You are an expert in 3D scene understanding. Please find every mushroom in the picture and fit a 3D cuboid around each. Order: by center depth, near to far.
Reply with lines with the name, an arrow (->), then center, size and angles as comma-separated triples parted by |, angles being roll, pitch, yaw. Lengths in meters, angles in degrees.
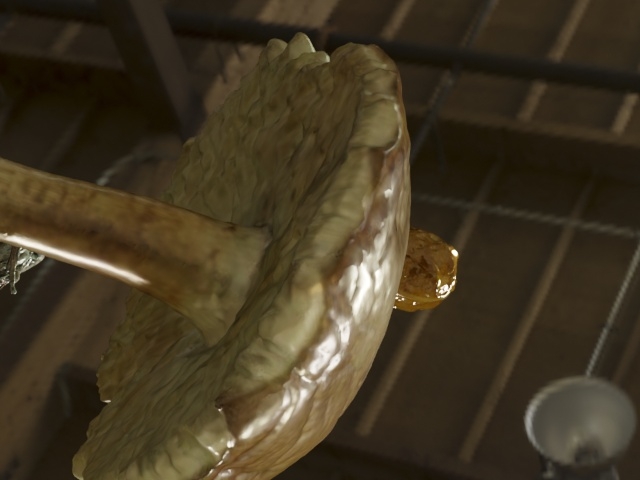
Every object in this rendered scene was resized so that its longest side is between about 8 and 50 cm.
mushroom -> -0.106, 0.015, 0.637 | 0.301, 0.233, 0.208 | -7, -103, -26

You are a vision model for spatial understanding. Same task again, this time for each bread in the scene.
bread -> 0.000, 0.000, 0.853 | 0.157, 0.052, 0.044 | 17, -120, -1

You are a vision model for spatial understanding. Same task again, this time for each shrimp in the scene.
shrimp -> -0.345, 0.005, 1.779 | 0.073, 0.075, 0.190 | 8, -139, 37
